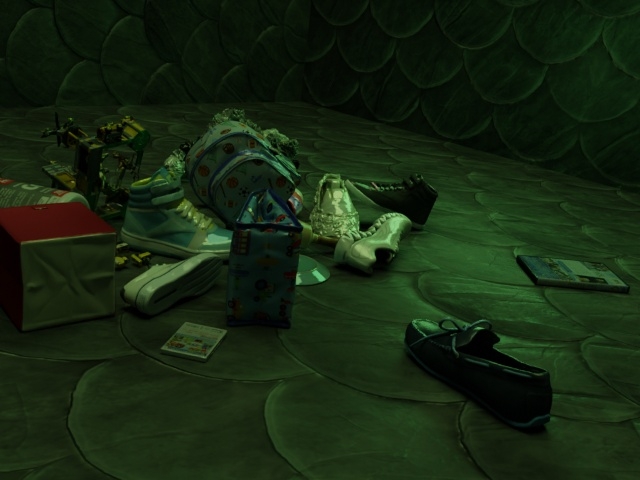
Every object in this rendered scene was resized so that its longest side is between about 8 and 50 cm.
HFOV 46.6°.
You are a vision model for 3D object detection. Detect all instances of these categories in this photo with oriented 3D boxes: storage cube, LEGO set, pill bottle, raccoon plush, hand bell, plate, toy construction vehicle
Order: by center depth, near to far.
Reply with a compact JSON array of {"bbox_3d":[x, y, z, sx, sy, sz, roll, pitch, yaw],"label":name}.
[{"bbox_3d":[-0.519,0.043,1.447,0.215,0.183,0.193,-7,24,-37],"label":"storage cube"},{"bbox_3d":[-0.691,-0.054,1.705,0.283,0.161,0.161,11,19,11],"label":"pill bottle"},{"bbox_3d":[-0.453,0.040,1.726,0.086,0.035,0.098,30,30,26],"label":"toy construction vehicle"},{"bbox_3d":[-0.069,0.063,1.801,0.188,0.024,0.188,5,19,-2],"label":"plate"},{"bbox_3d":[0.000,0.000,1.937,0.242,0.126,0.126,13,15,-23],"label":"hand bell"},{"bbox_3d":[-0.603,-0.201,1.944,0.192,0.331,0.255,35,43,23],"label":"LEGO set"},{"bbox_3d":[-0.281,-0.255,2.543,0.299,0.216,0.446,29,55,19],"label":"raccoon plush"}]

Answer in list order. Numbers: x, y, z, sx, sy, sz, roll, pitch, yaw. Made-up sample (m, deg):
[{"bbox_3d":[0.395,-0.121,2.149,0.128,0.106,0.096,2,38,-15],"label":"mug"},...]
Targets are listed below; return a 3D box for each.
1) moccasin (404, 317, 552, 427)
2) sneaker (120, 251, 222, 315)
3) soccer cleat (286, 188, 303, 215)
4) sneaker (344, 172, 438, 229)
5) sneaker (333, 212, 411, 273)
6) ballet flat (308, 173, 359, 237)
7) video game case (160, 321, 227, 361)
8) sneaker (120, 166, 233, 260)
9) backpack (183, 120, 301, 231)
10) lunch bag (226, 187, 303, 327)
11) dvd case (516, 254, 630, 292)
[{"bbox_3d":[0.294,0.208,1.357,0.138,0.117,0.342,-8,24,-38],"label":"moccasin"},{"bbox_3d":[-0.310,0.075,1.566,0.091,0.094,0.258,21,24,25],"label":"sneaker"},{"bbox_3d":[-0.210,-0.124,2.184,0.318,0.108,0.116,9,23,-1],"label":"soccer cleat"},{"bbox_3d":[0.218,-0.153,2.200,0.296,0.147,0.104,24,20,-22],"label":"sneaker"},{"bbox_3d":[0.161,0.013,1.928,0.118,0.110,0.292,28,35,29],"label":"sneaker"},{"bbox_3d":[0.035,-0.104,2.164,0.147,0.147,0.409,5,20,-7],"label":"ballet flat"},{"bbox_3d":[-0.235,0.189,1.390,0.087,0.011,0.122,11,19,9],"label":"video game case"},{"bbox_3d":[-0.327,-0.068,1.806,0.319,0.208,0.127,8,18,1],"label":"sneaker"},{"bbox_3d":[-0.210,-0.162,1.903,0.263,0.276,0.213,42,2,-26],"label":"backpack"},{"bbox_3d":[-0.133,0.023,1.587,0.138,0.221,0.293,4,19,-11],"label":"lunch bag"},{"bbox_3d":[0.673,0.088,1.998,0.253,0.022,0.180,5,18,-4],"label":"dvd case"}]
